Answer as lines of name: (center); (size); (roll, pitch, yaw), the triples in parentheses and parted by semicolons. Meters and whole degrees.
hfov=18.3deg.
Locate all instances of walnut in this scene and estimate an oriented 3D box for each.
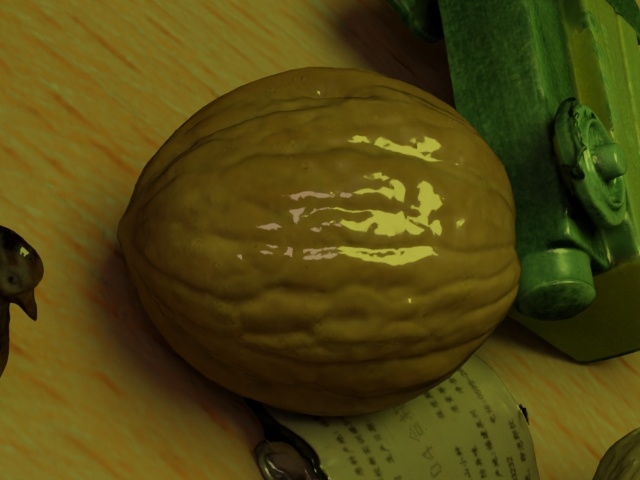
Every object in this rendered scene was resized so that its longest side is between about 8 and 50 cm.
walnut: (0.000, 0.000, 1.276); (0.261, 0.225, 0.225); (4, 57, -8)

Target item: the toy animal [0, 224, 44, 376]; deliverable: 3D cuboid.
toy animal: (-0.240, 0.006, 1.121); (0.188, 0.179, 0.089); (52, 43, 0)

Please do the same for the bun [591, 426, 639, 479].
bun: (0.247, 0.238, 1.359); (0.259, 0.152, 0.259); (-14, 109, -49)

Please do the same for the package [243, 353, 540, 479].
package: (0.073, 0.184, 1.338); (0.204, 0.062, 0.251); (-17, 78, -42)

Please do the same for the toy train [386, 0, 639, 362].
toy train: (0.170, -0.100, 1.502); (0.253, 0.160, 0.397); (32, 43, -49)
